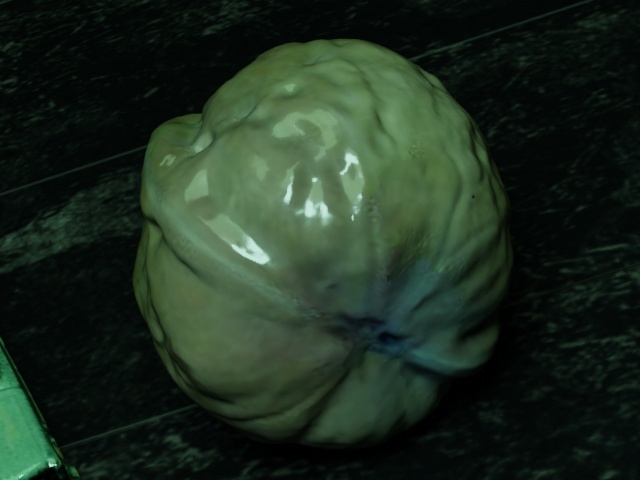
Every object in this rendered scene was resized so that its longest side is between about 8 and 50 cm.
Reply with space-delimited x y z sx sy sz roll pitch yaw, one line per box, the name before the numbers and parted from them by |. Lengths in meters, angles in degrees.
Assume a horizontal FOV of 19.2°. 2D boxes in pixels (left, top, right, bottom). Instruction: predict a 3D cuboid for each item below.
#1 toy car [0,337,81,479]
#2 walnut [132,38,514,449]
toy car | -0.272 0.106 1.264 0.141 0.097 0.321 -29 36 -11
walnut | -0.002 0.000 1.155 0.248 0.248 0.248 -13 36 10
